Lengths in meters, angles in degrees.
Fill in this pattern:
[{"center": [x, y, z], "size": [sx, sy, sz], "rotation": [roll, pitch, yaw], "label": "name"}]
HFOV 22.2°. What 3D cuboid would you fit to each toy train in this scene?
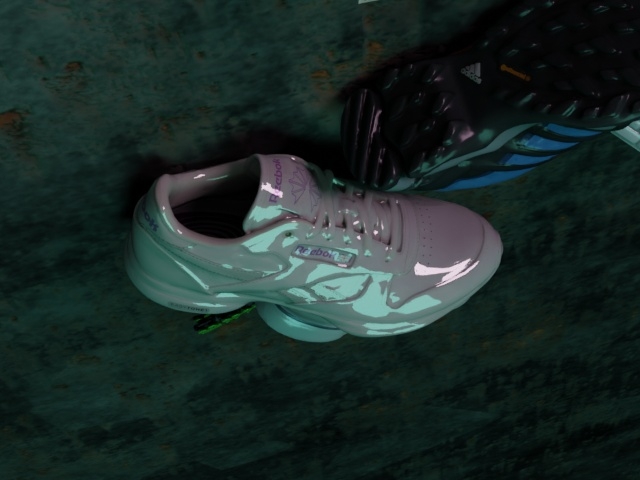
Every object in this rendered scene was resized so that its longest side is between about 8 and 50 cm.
[{"center": [-0.086, 0.070, 1.582], "size": [0.083, 0.017, 0.024], "rotation": [-26, 167, 24], "label": "toy train"}]

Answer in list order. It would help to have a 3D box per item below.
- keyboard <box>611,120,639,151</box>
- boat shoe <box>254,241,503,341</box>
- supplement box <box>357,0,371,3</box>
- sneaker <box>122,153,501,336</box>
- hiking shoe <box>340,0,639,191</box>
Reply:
[{"center": [0.273, -0.083, 1.254], "size": [0.256, 0.014, 0.072], "rotation": [33, 137, -11], "label": "keyboard"}, {"center": [0.057, 0.024, 1.490], "size": [0.258, 0.095, 0.084], "rotation": [-13, 158, -39], "label": "boat shoe"}, {"center": [0.063, -0.184, 0.981], "size": [0.098, 0.062, 0.036], "rotation": [-11, 160, -11], "label": "supplement box"}, {"center": [0.000, 0.000, 1.285], "size": [0.305, 0.114, 0.152], "rotation": [0, 151, -9], "label": "sneaker"}, {"center": [0.166, -0.114, 1.202], "size": [0.304, 0.113, 0.132], "rotation": [-15, 169, 25], "label": "hiking shoe"}]
